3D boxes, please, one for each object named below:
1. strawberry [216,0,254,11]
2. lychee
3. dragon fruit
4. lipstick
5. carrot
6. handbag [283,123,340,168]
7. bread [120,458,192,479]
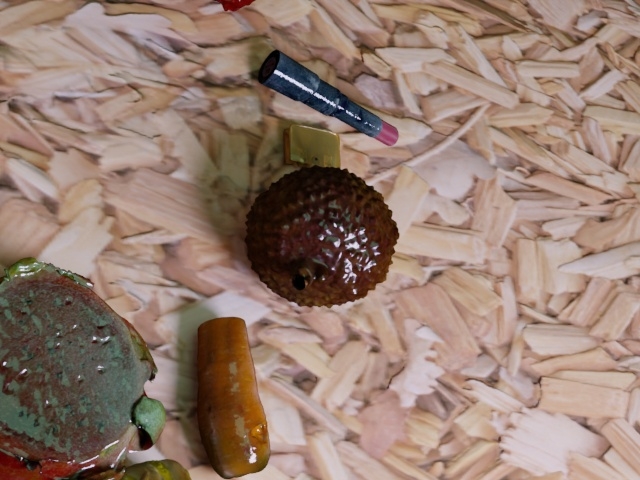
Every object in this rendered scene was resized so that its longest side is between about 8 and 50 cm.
[{"bbox_3d":[-0.145,-0.446,1.471,0.274,0.220,0.274,9,72,-29],"label":"strawberry"},{"bbox_3d":[0.000,0.000,1.432,0.200,0.200,0.238,44,31,-15],"label":"lychee"},{"bbox_3d":[-0.308,0.149,1.201,0.295,0.130,0.268,42,55,-16],"label":"dragon fruit"},{"bbox_3d":[0.021,-0.199,1.604,0.234,0.053,0.053,26,61,-27],"label":"lipstick"},{"bbox_3d":[-0.113,0.192,1.355,0.087,0.087,0.193,-3,74,-36],"label":"carrot"},{"bbox_3d":[-0.013,-0.129,1.572,0.083,0.027,0.061,8,69,-30],"label":"handbag"},{"bbox_3d":[-0.177,0.353,1.224,0.213,0.105,0.213,5,83,-41],"label":"bread"}]
